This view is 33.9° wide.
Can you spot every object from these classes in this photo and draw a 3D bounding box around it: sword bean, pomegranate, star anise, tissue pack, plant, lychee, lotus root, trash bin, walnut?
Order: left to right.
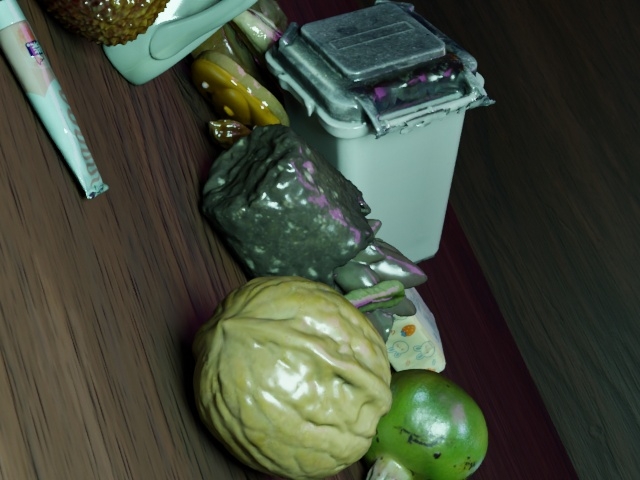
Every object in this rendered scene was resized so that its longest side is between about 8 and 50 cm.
[{"bbox_3d":[-0.242,-0.317,1.164,0.194,0.194,0.194,55,16,-24],"label":"lychee"},{"bbox_3d":[-0.152,-0.359,1.699,0.390,0.111,0.375,56,20,-28],"label":"lotus root"},{"bbox_3d":[-0.096,-0.120,1.468,0.168,0.057,0.168,38,-15,12],"label":"star anise"},{"bbox_3d":[-0.031,0.135,1.046,0.213,0.213,0.213,55,16,-24],"label":"walnut"},{"bbox_3d":[0.000,0.000,1.377,0.321,0.194,0.182,47,24,-36],"label":"plant"},{"bbox_3d":[0.005,0.096,1.239,0.269,0.038,0.043,-21,102,-40],"label":"sword bean"},{"bbox_3d":[0.085,-0.128,1.545,0.296,0.255,0.368,48,-31,43],"label":"trash bin"},{"bbox_3d":[0.126,0.128,1.777,0.196,0.092,0.148,51,18,-33],"label":"tissue pack"},{"bbox_3d":[0.120,0.273,1.387,0.180,0.180,0.210,55,50,-25],"label":"pomegranate"}]

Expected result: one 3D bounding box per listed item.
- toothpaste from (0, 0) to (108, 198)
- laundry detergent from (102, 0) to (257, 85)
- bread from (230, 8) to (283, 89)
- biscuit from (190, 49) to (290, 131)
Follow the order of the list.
[{"bbox_3d":[-0.266,-0.136,1.030,0.205,0.036,0.056,64,12,-9],"label":"toothpaste"},{"bbox_3d":[-0.140,-0.326,1.308,0.105,0.280,0.215,52,18,-39],"label":"laundry detergent"},{"bbox_3d":[-0.060,-0.274,1.589,0.214,0.053,0.073,51,-3,-38],"label":"bread"},{"bbox_3d":[-0.123,-0.195,1.508,0.170,0.050,0.170,37,-15,11],"label":"biscuit"}]
